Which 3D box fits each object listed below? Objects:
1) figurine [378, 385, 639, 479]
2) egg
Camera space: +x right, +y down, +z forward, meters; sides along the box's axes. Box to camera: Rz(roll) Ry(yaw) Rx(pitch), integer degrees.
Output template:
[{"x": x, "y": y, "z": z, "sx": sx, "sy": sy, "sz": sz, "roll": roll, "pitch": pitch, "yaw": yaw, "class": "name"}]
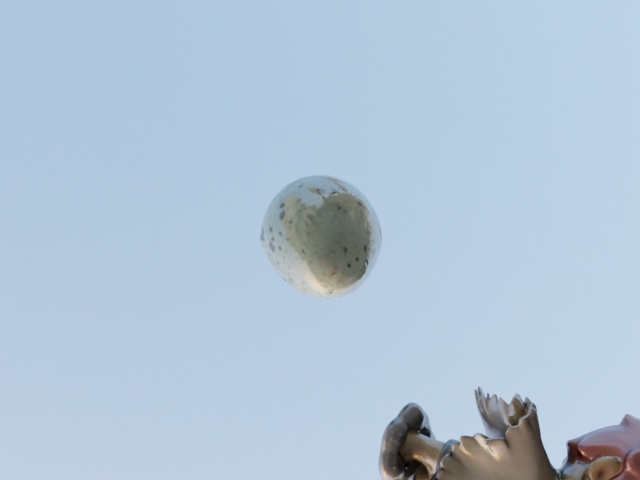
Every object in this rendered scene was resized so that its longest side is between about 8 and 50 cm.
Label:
[{"x": 0.244, "y": 0.237, "z": 0.843, "sx": 0.166, "sy": 0.386, "sz": 0.207, "roll": -55, "pitch": -35, "yaw": -39, "class": "figurine"}, {"x": 0.000, "y": 0.000, "z": 1.009, "sx": 0.131, "sy": 0.164, "sz": 0.131, "roll": -1, "pitch": -67, "yaw": -3, "class": "egg"}]
